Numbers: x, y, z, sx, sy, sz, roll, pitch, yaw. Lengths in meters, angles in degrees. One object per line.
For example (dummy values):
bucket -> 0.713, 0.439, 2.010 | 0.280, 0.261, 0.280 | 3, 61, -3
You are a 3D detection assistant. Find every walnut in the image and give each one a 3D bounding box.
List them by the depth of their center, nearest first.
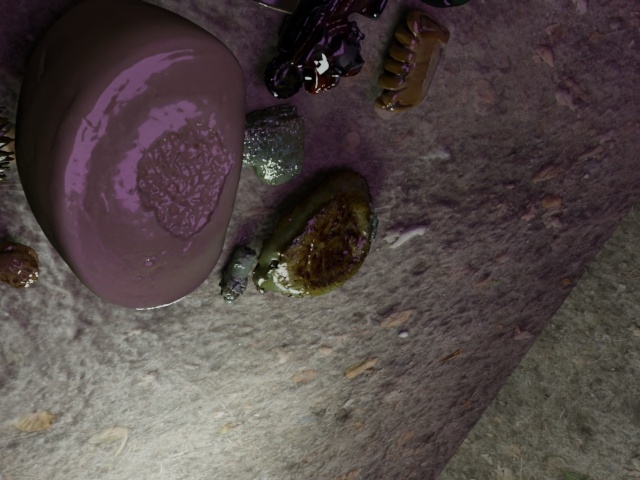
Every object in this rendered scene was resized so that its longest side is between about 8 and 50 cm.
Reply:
walnut -> -0.552, 0.045, 1.555 | 0.082, 0.079, 0.096 | -40, 138, -4

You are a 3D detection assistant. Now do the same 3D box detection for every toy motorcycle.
toy motorcycle -> 0.051, -0.435, 1.630 | 0.207, 0.134, 0.401 | 9, 118, -44

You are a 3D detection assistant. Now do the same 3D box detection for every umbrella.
umbrella -> -0.187, 0.079, 1.913 | 0.067, 0.062, 0.143 | -36, 150, -62

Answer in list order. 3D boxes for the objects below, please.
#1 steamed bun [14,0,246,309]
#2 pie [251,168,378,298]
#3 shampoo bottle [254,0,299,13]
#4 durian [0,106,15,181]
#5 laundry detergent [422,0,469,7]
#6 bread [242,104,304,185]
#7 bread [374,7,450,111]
steamed bun -> -0.331, -0.147, 1.363 | 0.290, 0.371, 0.456 | -4, 115, -35
pie -> 0.000, 0.000, 1.963 | 0.355, 0.103, 0.288 | -51, 146, 0
shampoo bottle -> -0.031, -0.576, 1.483 | 0.125, 0.084, 0.350 | 8, 116, -41
durian -> -0.578, -0.179, 1.300 | 0.198, 0.163, 0.394 | -17, 138, -26
laundry detergent -> 0.237, -0.546, 1.749 | 0.211, 0.063, 0.137 | -4, 131, -38
bread -> -0.094, -0.200, 1.754 | 0.172, 0.064, 0.232 | -48, 141, 5
bread -> 0.191, -0.382, 1.831 | 0.134, 0.081, 0.225 | -5, 124, -44
